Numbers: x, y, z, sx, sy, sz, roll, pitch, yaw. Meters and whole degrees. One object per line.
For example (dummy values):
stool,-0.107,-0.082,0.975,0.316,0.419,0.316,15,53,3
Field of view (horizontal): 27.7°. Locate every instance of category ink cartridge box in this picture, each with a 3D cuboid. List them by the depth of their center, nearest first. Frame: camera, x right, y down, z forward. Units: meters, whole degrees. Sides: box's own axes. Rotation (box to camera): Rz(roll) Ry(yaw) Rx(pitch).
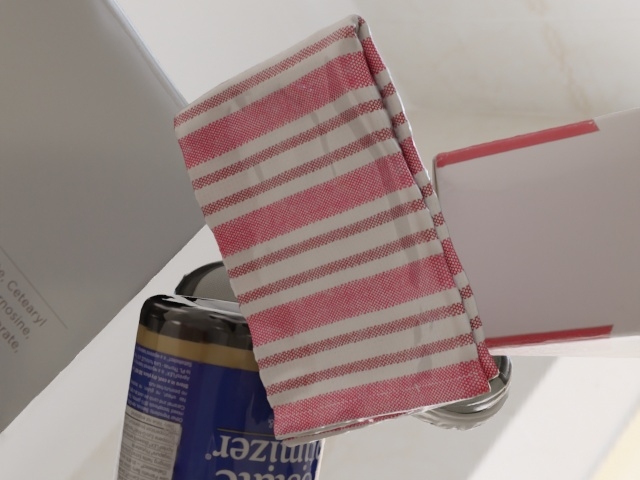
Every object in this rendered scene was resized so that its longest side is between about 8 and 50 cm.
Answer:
ink cartridge box,0.249,0.004,0.807,0.306,0.226,0.131,4,-102,-47

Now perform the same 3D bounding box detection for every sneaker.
sneaker,0.020,0.066,0.993,0.272,0.108,0.100,14,-109,2

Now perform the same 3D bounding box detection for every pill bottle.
pill bottle,-0.063,0.148,0.774,0.123,0.123,0.219,8,-89,-42

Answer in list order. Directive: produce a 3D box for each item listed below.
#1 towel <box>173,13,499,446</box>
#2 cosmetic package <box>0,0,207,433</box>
towel,0.000,0.000,0.659,0.029,0.144,0.197,-17,-94,-48
cosmetic package,-0.350,-0.039,0.999,0.393,0.329,0.327,-47,-63,-26
